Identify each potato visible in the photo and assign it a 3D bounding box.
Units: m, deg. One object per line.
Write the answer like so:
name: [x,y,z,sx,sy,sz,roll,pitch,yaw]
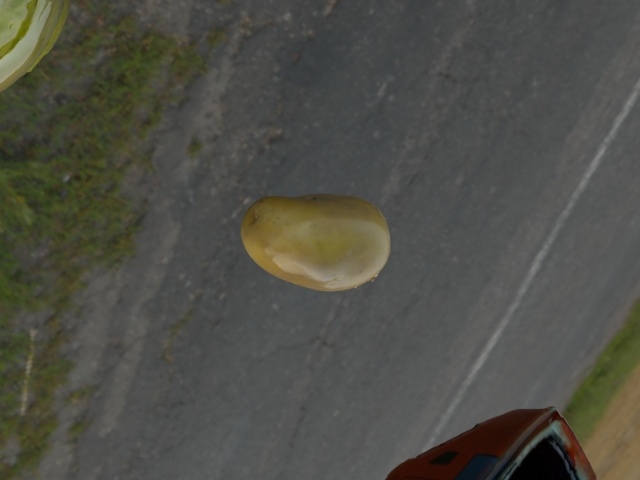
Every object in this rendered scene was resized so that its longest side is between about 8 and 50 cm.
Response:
potato: [0.000,0.000,1.317,0.234,0.146,0.150,-4,163,-46]

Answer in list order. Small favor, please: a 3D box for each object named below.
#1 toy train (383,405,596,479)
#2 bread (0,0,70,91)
toy train: [-0.024,0.217,0.381,0.409,0.086,0.089,-40,-162,-34]
bread: [-0.301,-0.200,0.530,0.160,0.333,0.333,-52,155,3]
